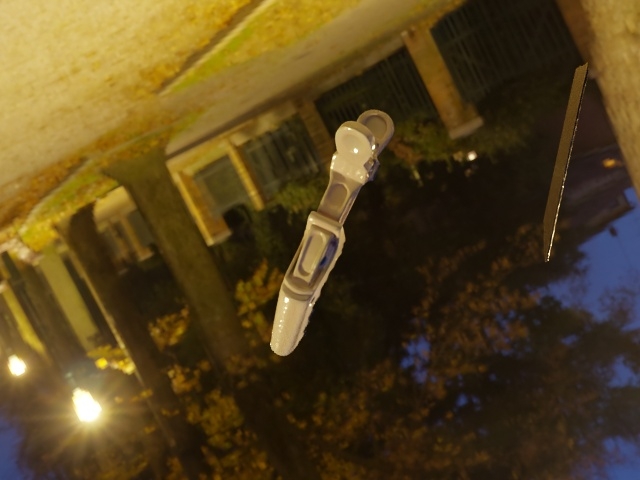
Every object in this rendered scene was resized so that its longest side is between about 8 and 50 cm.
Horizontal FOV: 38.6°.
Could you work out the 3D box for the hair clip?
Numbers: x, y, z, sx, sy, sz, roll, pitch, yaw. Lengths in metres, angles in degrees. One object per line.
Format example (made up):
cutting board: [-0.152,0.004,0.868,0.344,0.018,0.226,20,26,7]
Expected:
hair clip: [0.000,0.000,0.743,0.226,0.034,0.072,-67,168,13]

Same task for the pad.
pad: [0.299,-0.106,1.123,0.004,0.220,0.330,12,-168,11]
